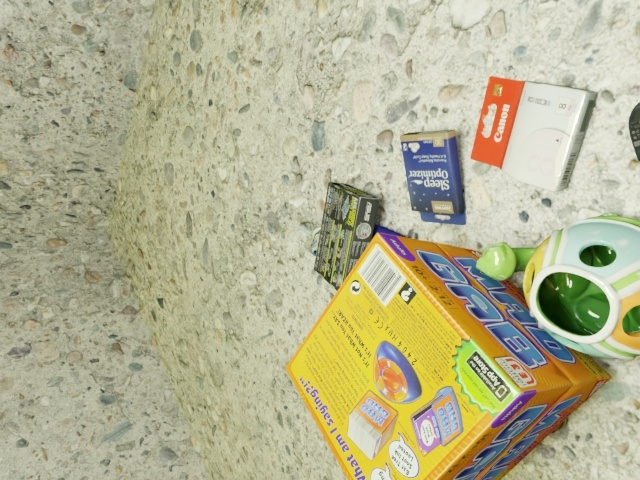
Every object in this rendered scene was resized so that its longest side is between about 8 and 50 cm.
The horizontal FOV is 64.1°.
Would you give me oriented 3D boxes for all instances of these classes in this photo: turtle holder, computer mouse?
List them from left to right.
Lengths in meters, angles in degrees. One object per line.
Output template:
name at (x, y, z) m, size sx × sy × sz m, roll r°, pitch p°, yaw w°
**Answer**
turtle holder at (0.456, 0.062, 0.882) m, size 0.320 × 0.227 × 0.243 m, roll 52°, pitch 134°, yaw 30°
computer mouse at (0.577, -0.119, 0.854) m, size 0.071 × 0.041 × 0.242 m, roll -11°, pitch 96°, yaw 60°

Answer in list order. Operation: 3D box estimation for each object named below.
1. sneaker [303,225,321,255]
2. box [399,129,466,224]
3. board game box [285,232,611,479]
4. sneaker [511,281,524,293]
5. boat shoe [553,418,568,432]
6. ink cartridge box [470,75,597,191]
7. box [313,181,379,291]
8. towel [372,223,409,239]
sneaker at (0.000, 0.000, 1.580) m, size 0.058 × 0.052 × 0.135 m, roll 53°, pitch 142°, yaw 16°
box at (0.263, -0.140, 1.191) m, size 0.136 × 0.036 × 0.225 m, roll 8°, pitch 118°, yaw 49°
board game box at (0.223, 0.249, 0.970) m, size 0.356 × 0.356 × 0.356 m, roll -57°, pitch 48°, yaw 23°
sneaker at (0.408, 0.191, 1.097) m, size 0.086 × 0.064 × 0.192 m, roll 40°, pitch 124°, yaw 45°
boat shoe at (0.379, 0.347, 1.135) m, size 0.307 × 0.104 × 0.111 m, roll 15°, pitch 109°, yaw 48°
ink cartridge box at (0.404, -0.221, 1.025) m, size 0.232 × 0.066 × 0.189 m, roll 27°, pitch 118°, yaw 40°
box at (0.065, -0.010, 1.410) m, size 0.216 × 0.060 × 0.270 m, roll -144°, pitch 61°, yaw -63°
towel at (0.216, 0.103, 1.317) m, size 0.308 × 0.076 × 0.228 m, roll 28°, pitch 112°, yaw 45°
